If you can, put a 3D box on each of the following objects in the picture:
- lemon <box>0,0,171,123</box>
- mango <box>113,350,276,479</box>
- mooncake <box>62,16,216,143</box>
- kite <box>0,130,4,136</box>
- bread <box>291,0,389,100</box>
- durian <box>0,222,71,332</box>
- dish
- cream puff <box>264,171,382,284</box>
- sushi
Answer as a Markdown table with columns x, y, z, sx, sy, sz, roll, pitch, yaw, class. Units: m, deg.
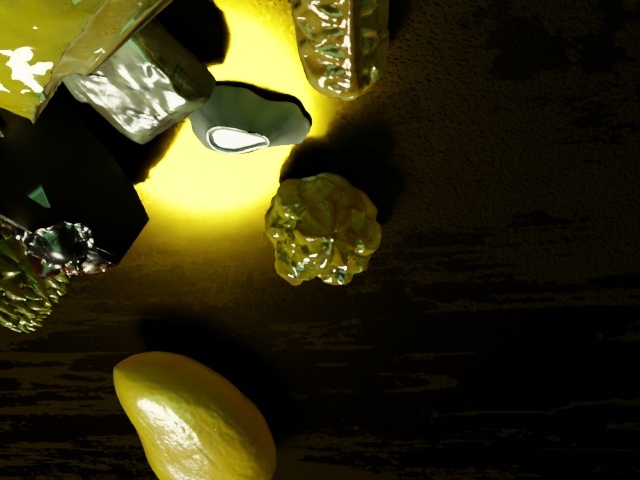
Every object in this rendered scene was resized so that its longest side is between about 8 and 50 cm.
| x | y | z | sx | sy | sz | roll | pitch | yaw | class |
| --- | --- | --- | --- | --- | --- | --- | --- | --- | --- |
| -0.223 | -0.287 | 0.640 | 0.364 | 0.364 | 0.364 | 8 | 139 | 7 | lemon |
| -0.173 | 0.286 | 1.419 | 0.195 | 0.142 | 0.331 | -4 | 133 | 14 | mango |
| -0.184 | -0.167 | 0.962 | 0.125 | 0.073 | 0.130 | -17 | 129 | 35 | mooncake |
| -0.522 | -0.186 | 1.035 | 0.369 | 0.014 | 0.406 | 21 | 152 | -24 | kite |
| 0.014 | -0.265 | 0.792 | 0.077 | 0.084 | 0.367 | 42 | 153 | 32 | bread |
| -0.454 | -0.033 | 1.190 | 0.394 | 0.163 | 0.198 | 42 | 172 | -29 | durian |
| -0.081 | -0.117 | 1.014 | 0.137 | 0.039 | 0.091 | 6 | 138 | 12 | dish |
| 0.000 | 0.000 | 1.068 | 0.146 | 0.116 | 0.146 | 6 | 136 | 6 | cream puff |
| -0.288 | -0.036 | 1.080 | 0.172 | 0.153 | 0.150 | 34 | 149 | -8 | sushi |
